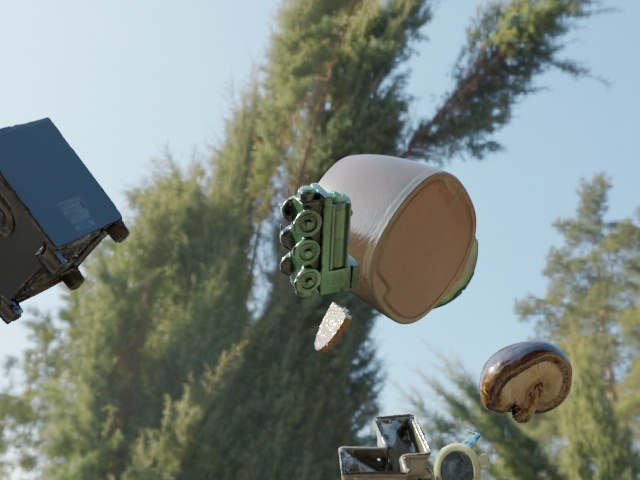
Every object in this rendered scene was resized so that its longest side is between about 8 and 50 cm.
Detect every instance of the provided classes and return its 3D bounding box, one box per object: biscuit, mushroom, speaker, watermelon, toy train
[{"bbox_3d":[0.027,0.215,2.112,0.025,0.126,0.206,30,1,-9],"label":"biscuit"},{"bbox_3d":[0.470,0.315,2.030,0.231,0.194,0.138,13,7,-27],"label":"mushroom"},{"bbox_3d":[-0.500,-0.031,1.477,0.232,0.184,0.254,-39,-94,36],"label":"speaker"},{"bbox_3d":[0.267,0.061,1.920,0.146,0.231,0.128,15,7,16],"label":"watermelon"},{"bbox_3d":[0.000,0.000,1.238,0.111,0.071,0.170,-11,-60,-24],"label":"toy train"}]

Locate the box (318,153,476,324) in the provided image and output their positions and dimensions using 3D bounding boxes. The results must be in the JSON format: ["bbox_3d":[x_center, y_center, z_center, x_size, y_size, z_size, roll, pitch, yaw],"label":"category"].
[{"bbox_3d":[0.119,-0.018,1.634,0.216,0.301,0.301,27,-13,37],"label":"box"}]

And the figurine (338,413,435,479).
[{"bbox_3d":[0.100,0.439,1.385,0.308,0.308,0.143,33,-5,-39],"label":"figurine"}]

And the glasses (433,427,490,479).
[{"bbox_3d":[0.227,0.421,1.543,0.088,0.190,0.220,13,7,3],"label":"glasses"}]
